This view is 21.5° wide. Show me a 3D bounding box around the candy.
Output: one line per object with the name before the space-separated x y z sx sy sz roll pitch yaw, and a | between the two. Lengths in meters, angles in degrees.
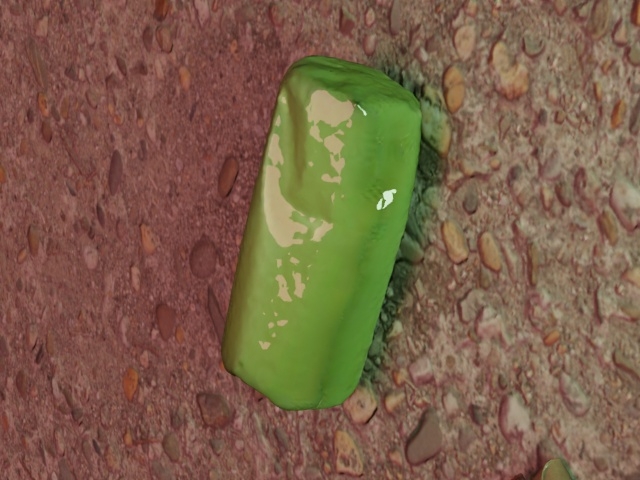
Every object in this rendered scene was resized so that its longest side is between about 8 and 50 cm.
candy | 0.000 0.000 1.591 0.142 0.132 0.343 -122 39 -54

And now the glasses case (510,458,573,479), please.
glasses case | 0.156 0.266 1.475 0.102 0.070 0.193 61 140 29
